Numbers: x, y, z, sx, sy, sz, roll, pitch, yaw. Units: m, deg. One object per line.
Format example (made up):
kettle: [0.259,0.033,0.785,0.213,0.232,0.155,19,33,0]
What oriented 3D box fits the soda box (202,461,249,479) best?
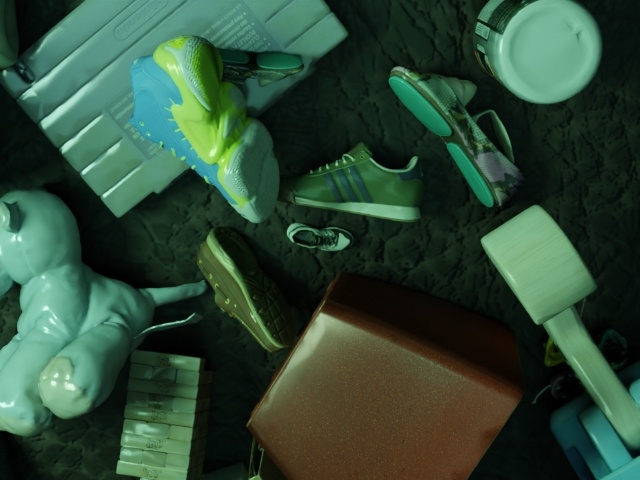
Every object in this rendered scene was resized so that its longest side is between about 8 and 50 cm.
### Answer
soda box: [-0.190,0.366,1.464,0.216,0.074,0.069,-19,106,3]

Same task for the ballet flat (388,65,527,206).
ballet flat: [0.171,-0.139,1.339,0.079,0.077,0.221,-44,109,-9]

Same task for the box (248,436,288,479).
box: [-0.026,0.334,1.413,0.021,0.164,0.201,-29,105,9]

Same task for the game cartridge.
game cartridge: [-0.168,-0.215,1.305,0.355,0.068,0.230,-37,108,8]

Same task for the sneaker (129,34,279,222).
sneaker: [-0.137,-0.123,1.273,0.126,0.091,0.240,-1,126,33]

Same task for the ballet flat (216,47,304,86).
ballet flat: [-0.076,-0.194,1.271,0.114,0.041,0.041,5,106,-4]

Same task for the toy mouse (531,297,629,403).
toy mouse: [0.343,0.158,1.445,0.143,0.031,0.161,26,108,-20]

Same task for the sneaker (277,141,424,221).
sneaker: [0.034,-0.078,1.354,0.192,0.064,0.086,9,98,-5]

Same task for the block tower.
block tower: [-0.199,0.306,1.379,0.090,0.097,0.336,6,86,6]

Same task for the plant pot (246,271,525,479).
plant pot: [0.066,0.187,1.338,0.235,0.267,0.267,32,103,0]

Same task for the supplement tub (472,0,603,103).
supplement tub: [0.235,-0.222,1.249,0.117,0.190,0.117,0,106,-1]

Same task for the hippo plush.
hippo plush: [-0.320,0.065,1.288,0.294,0.234,0.237,-28,106,6]

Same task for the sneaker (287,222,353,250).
sneaker: [0.000,0.000,1.384,0.083,0.037,0.032,6,104,-6]

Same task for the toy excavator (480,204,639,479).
toy excavator: [0.351,0.205,1.341,0.222,0.433,0.445,-34,69,3]

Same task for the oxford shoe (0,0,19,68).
oxford shoe: [-0.365,-0.408,1.189,0.130,0.169,0.450,-7,101,-2]

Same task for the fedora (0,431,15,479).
fedora: [-0.547,0.294,1.362,0.334,0.334,0.152,44,130,-13]

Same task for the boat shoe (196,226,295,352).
boat shoe: [-0.092,0.066,1.358,0.060,0.064,0.178,-48,64,29]
